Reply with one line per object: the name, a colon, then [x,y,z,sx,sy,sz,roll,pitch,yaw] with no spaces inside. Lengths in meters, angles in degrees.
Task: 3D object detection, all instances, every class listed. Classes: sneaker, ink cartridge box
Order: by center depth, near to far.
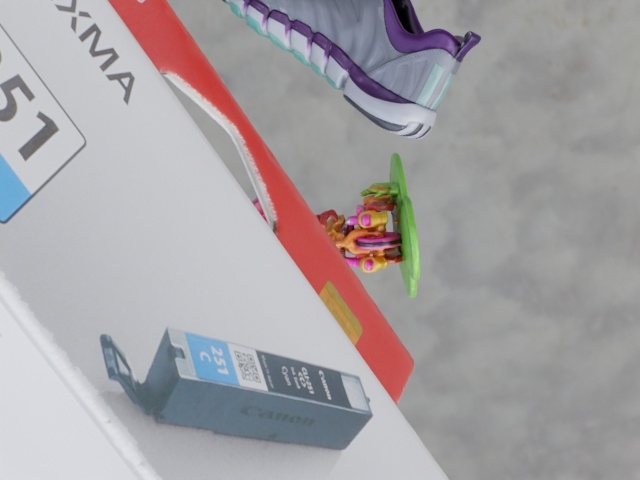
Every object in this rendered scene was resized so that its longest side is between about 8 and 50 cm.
ink cartridge box: [-0.054,-0.004,0.641,0.066,0.261,0.296,-26,108,32]
sneaker: [0.017,-0.171,1.233,0.098,0.223,0.083,-56,159,13]

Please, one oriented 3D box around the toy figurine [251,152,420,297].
toy figurine: [0.000,0.000,1.463,0.159,0.173,0.130,-7,101,-1]
